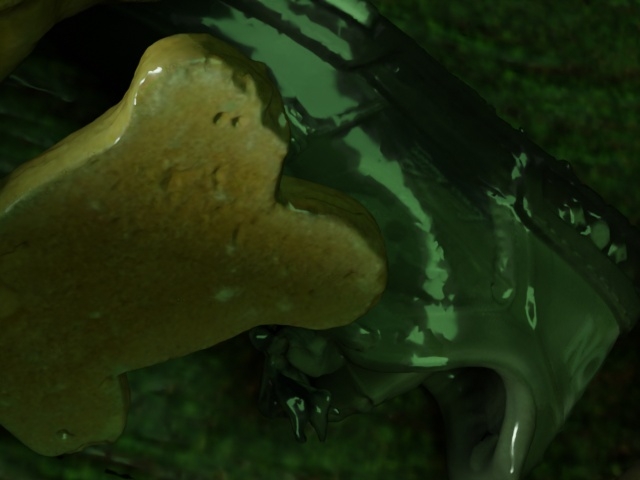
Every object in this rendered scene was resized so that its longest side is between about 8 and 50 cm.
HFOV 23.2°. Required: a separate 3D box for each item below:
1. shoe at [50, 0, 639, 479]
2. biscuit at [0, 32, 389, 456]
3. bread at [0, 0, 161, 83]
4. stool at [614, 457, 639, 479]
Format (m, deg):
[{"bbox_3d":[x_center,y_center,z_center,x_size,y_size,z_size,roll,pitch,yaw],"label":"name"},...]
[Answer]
[{"bbox_3d":[-0.001,0.001,0.619,0.293,0.109,0.149,31,71,-18],"label":"shoe"},{"bbox_3d":[-0.104,0.017,0.545,0.234,0.030,0.153,-27,127,10],"label":"biscuit"},{"bbox_3d":[-0.077,-0.142,0.499,0.268,0.130,0.152,-31,134,-12],"label":"bread"},{"bbox_3d":[0.228,0.125,0.631,0.272,0.272,0.178,40,77,-14],"label":"stool"}]
